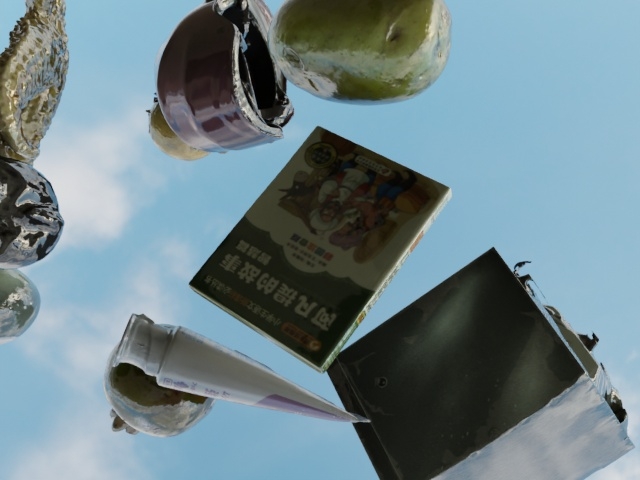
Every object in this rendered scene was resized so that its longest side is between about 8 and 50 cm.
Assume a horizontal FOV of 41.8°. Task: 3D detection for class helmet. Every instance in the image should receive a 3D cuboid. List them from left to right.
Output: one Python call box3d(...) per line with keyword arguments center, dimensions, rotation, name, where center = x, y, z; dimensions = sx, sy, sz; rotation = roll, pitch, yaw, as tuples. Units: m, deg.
box3d(center=(-0.177, -0.290, 1.480), dimensions=(0.197, 0.271, 0.338), rotation=(-17, -144, 14), name="helmet")

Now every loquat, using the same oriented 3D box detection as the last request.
box3d(center=(-0.283, -0.254, 1.829), dimensions=(0.149, 0.204, 0.172), rotation=(-31, -153, 53), name="loquat")

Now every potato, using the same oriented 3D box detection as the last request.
box3d(center=(0.044, -0.235, 0.993), dimensions=(0.228, 0.149, 0.197), rotation=(9, -156, 25), name="potato")

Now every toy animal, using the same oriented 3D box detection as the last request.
box3d(center=(-0.390, -0.032, 0.854), dimensions=(0.343, 0.168, 0.106), rotation=(0, -102, 51), name="toy animal")

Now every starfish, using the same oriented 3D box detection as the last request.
box3d(center=(-0.356, -0.180, 1.018), dimensions=(0.082, 0.432, 0.324), rotation=(10, -104, -21), name="starfish")

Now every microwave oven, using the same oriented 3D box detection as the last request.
box3d(center=(0.267, 0.255, 1.291), dimensions=(0.374, 0.432, 0.236), rotation=(-37, -126, 8), name="microwave oven")

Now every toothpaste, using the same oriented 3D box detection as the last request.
box3d(center=(-0.091, 0.165, 0.988), dimensions=(0.299, 0.114, 0.073), rotation=(20, -102, -7), name="toothpaste")

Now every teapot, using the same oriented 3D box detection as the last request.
box3d(center=(-0.505, 0.028, 1.187), dimensions=(0.183, 0.183, 0.251), rotation=(-14, -99, 1), name="teapot")

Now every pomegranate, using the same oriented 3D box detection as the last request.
box3d(center=(-0.269, 0.223, 1.322), dimensions=(0.210, 0.179, 0.179), rotation=(-14, -135, 25), name="pomegranate")

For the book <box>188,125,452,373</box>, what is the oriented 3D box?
box3d(center=(0.000, 0.000, 0.981), dimensions=(0.202, 0.027, 0.264), rotation=(29, -109, 26), name="book")
